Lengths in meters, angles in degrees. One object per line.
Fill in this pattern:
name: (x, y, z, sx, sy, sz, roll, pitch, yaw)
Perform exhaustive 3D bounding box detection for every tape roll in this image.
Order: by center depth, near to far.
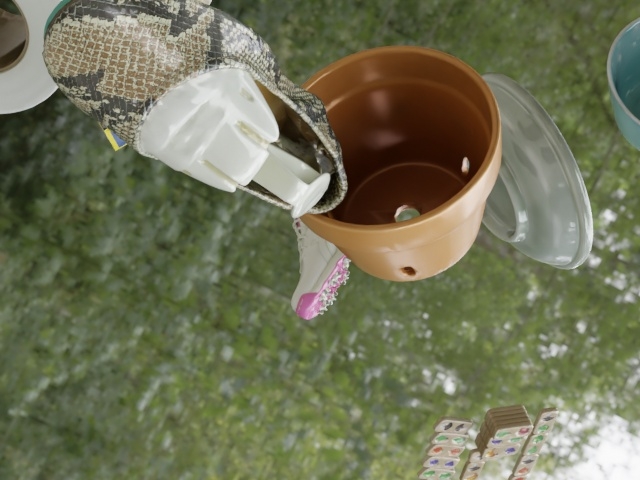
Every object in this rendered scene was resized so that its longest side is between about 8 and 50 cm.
tape roll: (-0.410, -0.307, 1.422, 0.246, 0.246, 0.169, -59, -168, 35)

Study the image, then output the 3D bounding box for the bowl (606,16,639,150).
bowl: (0.689, -0.273, 2.149, 0.163, 0.311, 0.311, 89, 22, -63)

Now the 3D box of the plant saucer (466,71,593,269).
plant saucer: (0.349, -0.111, 2.081, 0.100, 0.400, 0.400, -27, 179, -12)

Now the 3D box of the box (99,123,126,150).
box: (-0.372, -0.235, 1.931, 0.054, 0.169, 0.059, -30, 144, -6)

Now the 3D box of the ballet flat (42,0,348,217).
ballet flat: (-0.082, -0.114, 1.146, 0.164, 0.182, 0.483, -40, 159, 12)

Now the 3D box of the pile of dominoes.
pile of dominoes: (0.247, 0.339, 1.686, 0.251, 0.196, 0.040, 100, -21, -45)

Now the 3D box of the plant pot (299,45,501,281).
plant pot: (0.100, -0.082, 1.470, 0.203, 0.291, 0.291, 67, 41, -55)

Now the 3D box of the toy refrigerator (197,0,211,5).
toy refrigerator: (-0.266, -0.292, 1.635, 0.094, 0.102, 0.269, -30, -152, 41)

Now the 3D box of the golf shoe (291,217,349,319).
golf shoe: (0.000, 0.000, 1.889, 0.115, 0.140, 0.306, 104, 12, -52)
